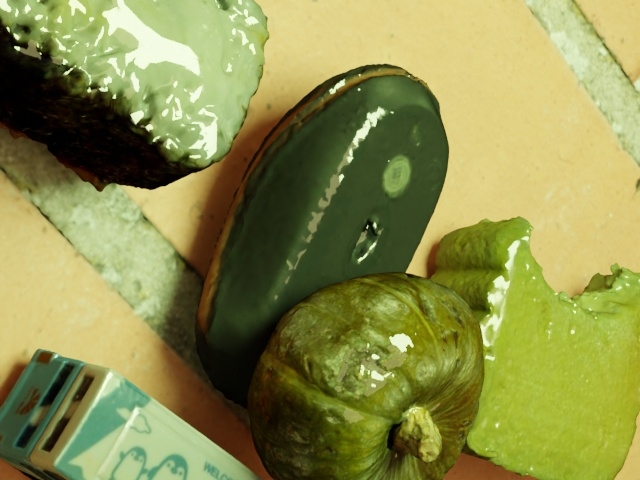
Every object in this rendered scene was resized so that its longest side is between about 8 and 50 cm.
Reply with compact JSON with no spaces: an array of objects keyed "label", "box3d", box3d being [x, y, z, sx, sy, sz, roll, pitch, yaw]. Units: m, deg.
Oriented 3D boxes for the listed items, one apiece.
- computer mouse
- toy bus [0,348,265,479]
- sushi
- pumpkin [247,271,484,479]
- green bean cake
[{"label":"computer mouse","box3d":[-0.003,-0.002,1.364,0.183,0.116,0.323,26,91,-46]},{"label":"toy bus","box3d":[-0.121,0.205,1.280,0.297,0.131,0.106,41,68,-31]},{"label":"sushi","box3d":[-0.186,-0.168,1.191,0.343,0.182,0.196,35,67,-33]},{"label":"pumpkin","box3d":[0.047,0.128,1.281,0.219,0.162,0.219,-24,129,-33]},{"label":"green bean cake","box3d":[0.201,0.108,1.517,0.236,0.124,0.233,23,80,-35]}]
